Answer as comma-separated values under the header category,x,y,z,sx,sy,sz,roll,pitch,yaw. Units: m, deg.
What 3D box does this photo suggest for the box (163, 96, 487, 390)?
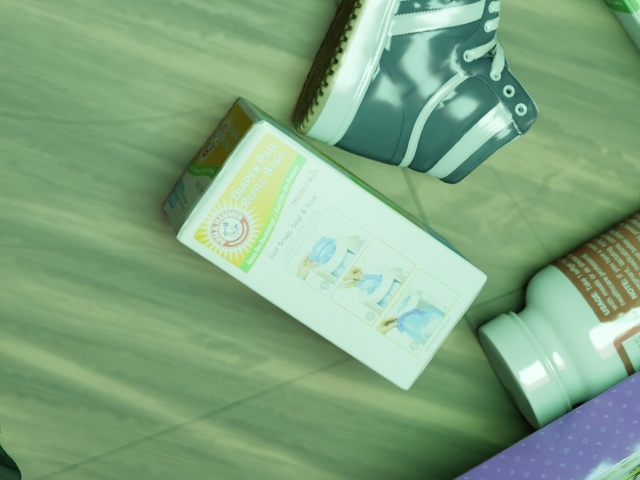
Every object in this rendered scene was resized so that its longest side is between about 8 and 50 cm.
category,x,y,z,sx,sy,sz,roll,pitch,yaw
box,0.000,0.000,1.263,0.203,0.114,0.103,34,95,-17

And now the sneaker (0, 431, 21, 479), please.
category,x,y,z,sx,sy,sz,roll,pitch,yaw
sneaker,-0.258,0.102,1.263,0.089,0.051,0.170,-44,105,4

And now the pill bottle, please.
category,x,y,z,sx,sy,sz,roll,pitch,yaw
pill bottle,0.234,0.051,1.324,0.216,0.121,0.121,-29,107,-4

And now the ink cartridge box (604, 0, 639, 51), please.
category,x,y,z,sx,sy,sz,roll,pitch,yaw
ink cartridge box,0.312,-0.164,1.265,0.160,0.092,0.219,-36,101,2

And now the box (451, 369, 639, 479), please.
category,x,y,z,sx,sy,sz,roll,pitch,yaw
box,0.210,0.178,1.313,0.293,0.201,0.057,-30,62,-3

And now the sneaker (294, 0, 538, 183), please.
category,x,y,z,sx,sy,sz,roll,pitch,yaw
sneaker,0.108,-0.174,1.254,0.153,0.099,0.282,24,103,-12
